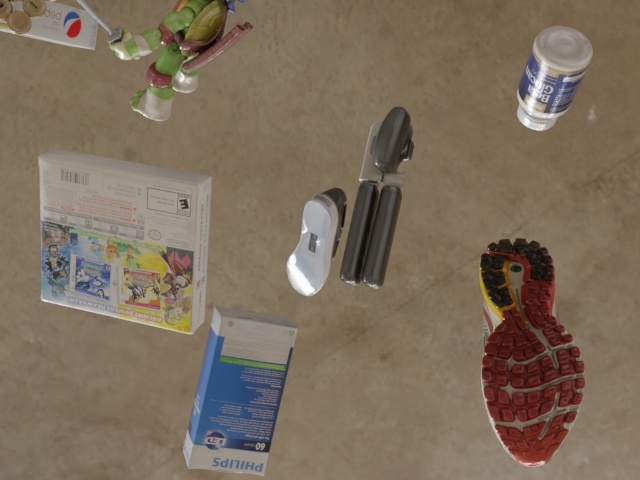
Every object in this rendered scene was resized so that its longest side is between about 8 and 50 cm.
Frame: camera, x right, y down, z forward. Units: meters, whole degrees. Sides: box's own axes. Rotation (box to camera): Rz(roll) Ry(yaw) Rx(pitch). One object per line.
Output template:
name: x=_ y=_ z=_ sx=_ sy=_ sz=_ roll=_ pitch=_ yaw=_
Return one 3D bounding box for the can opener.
can opener: x=0.083 y=-0.067 z=1.327 sx=0.074 sy=0.280 sz=0.093 roll=7 pitch=170 yaw=25

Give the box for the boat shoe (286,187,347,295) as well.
boat shoe: x=0.000 y=0.000 z=1.496 sx=0.080 sy=0.076 sz=0.229 roll=30 pitch=135 yaw=22

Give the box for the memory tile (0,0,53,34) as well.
memory tile: x=-0.499 y=-0.411 z=1.372 sx=0.148 sy=0.012 sz=0.113 roll=41 pitch=80 yaw=-9

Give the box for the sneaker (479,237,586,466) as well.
sneaker: x=0.192 y=0.106 z=0.791 sx=0.088 sy=0.225 sz=0.093 roll=-2 pitch=136 yaw=12

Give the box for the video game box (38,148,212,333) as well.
video game box: x=-0.231 y=0.000 z=1.016 sx=0.205 sy=0.048 sz=0.187 roll=11 pitch=108 yaw=14

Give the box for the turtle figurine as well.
turtle figurine: x=-0.254 y=-0.336 z=1.317 sx=0.274 sy=0.198 sz=0.266 roll=3 pitch=142 yaw=-18

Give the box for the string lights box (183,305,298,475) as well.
string lights box: x=-0.135 y=0.251 z=1.436 sx=0.133 sy=0.077 sz=0.260 roll=12 pitch=96 yaw=-18

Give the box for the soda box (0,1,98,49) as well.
soda box: x=-0.495 y=-0.394 z=1.543 sx=0.073 sy=0.216 sz=0.069 roll=13 pitch=98 yaw=23

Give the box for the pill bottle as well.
pill bottle: x=0.382 y=-0.264 z=1.434 sx=0.094 sy=0.094 sz=0.169 roll=1 pitch=147 yaw=-3
